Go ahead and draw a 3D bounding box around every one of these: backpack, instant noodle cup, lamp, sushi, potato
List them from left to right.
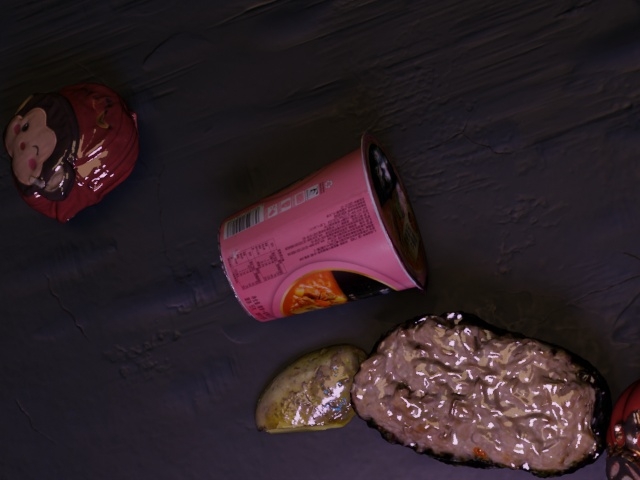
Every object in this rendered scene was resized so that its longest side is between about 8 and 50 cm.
[{"bbox_3d":[-0.379,-0.145,1.846,0.229,0.139,0.229,-11,61,21],"label":"backpack"},{"bbox_3d":[-0.012,0.222,1.733,0.197,0.054,0.119,-19,78,8],"label":"potato"},{"bbox_3d":[0.000,0.000,1.702,0.255,0.244,0.244,-22,75,16],"label":"instant noodle cup"},{"bbox_3d":[0.224,0.210,1.623,0.350,0.171,0.211,14,84,15],"label":"sushi"},{"bbox_3d":[0.453,0.272,1.477,0.226,0.227,0.227,-2,78,12],"label":"lamp"}]
